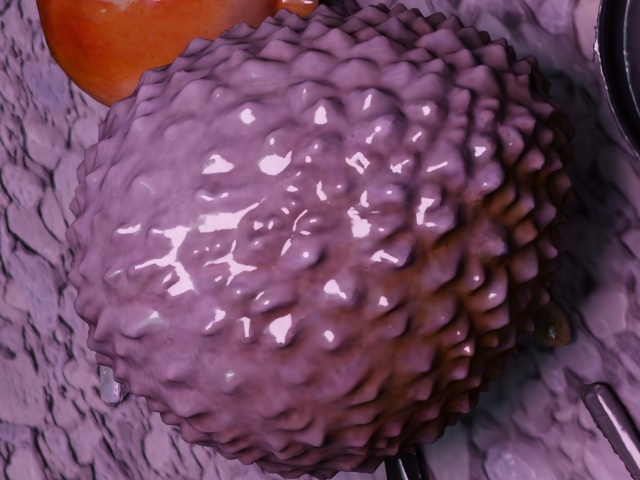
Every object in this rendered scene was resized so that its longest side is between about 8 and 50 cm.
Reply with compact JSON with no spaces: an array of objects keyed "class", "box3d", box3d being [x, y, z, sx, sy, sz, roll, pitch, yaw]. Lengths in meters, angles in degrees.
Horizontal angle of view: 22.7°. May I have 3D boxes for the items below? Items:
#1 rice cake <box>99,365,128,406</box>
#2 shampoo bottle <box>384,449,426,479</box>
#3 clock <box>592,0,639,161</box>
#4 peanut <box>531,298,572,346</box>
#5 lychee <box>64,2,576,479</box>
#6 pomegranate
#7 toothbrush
[{"class":"rice cake","box3d":[-0.202,0.063,1.581,0.033,0.033,0.208,2,91,33]},{"class":"shampoo bottle","box3d":[0.082,0.245,1.386,0.048,0.027,0.137,-17,80,36]},{"class":"clock","box3d":[0.355,-0.158,1.176,0.312,0.061,0.312,0,90,35]},{"class":"peanut","box3d":[0.179,0.056,1.315,0.083,0.037,0.037,46,114,30]},{"class":"lychee","box3d":[0.000,0.000,1.233,0.432,0.380,0.380,-27,75,24]},{"class":"pomegranate","box3d":[-0.115,-0.228,1.409,0.270,0.229,0.252,5,85,24]},{"class":"toothbrush","box3d":[0.288,0.235,1.243,0.030,0.030,0.297,-46,64,36]}]
